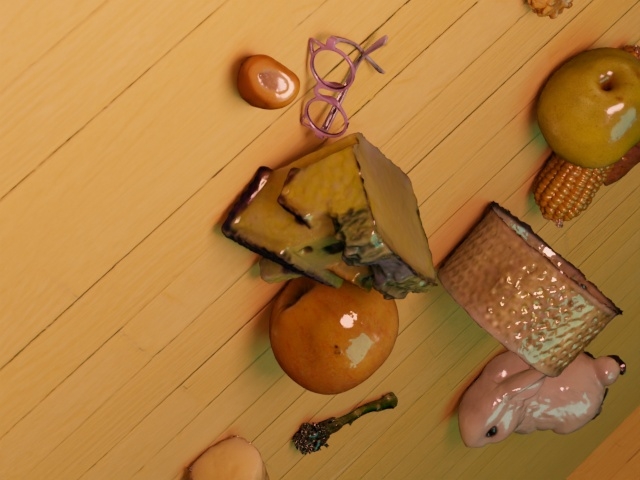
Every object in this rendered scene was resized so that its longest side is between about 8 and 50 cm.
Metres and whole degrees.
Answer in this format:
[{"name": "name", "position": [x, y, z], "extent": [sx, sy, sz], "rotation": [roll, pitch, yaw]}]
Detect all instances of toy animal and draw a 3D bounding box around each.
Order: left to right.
[{"name": "toy animal", "position": [0.445, 0.324, 2.271], "extent": [0.357, 0.194, 0.258], "rotation": [-4, 140, -41]}]

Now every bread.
[{"name": "bread", "position": [-0.060, -0.163, 1.123], "extent": [0.062, 0.103, 0.049], "rotation": [33, 88, -18]}]

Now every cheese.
[{"name": "cheese", "position": [-0.133, 0.381, 1.648], "extent": [0.123, 0.094, 0.167], "rotation": [-37, 150, -20]}]

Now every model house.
[{"name": "model house", "position": [0.000, 0.000, 1.274], "extent": [0.211, 0.170, 0.194], "rotation": [-20, 159, 19]}]

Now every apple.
[{"name": "apple", "position": [0.014, 0.111, 1.437], "extent": [0.182, 0.182, 0.155], "rotation": [-45, 122, -2]}]

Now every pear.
[{"name": "pear", "position": [0.410, -0.184, 1.595], "extent": [0.180, 0.166, 0.216], "rotation": [-53, 158, -13]}]

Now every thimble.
[{"name": "thimble", "position": [0.327, 0.078, 1.713], "extent": [0.150, 0.271, 0.271], "rotation": [-50, 151, 11]}]

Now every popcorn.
[{"name": "popcorn", "position": [0.302, -0.323, 1.384], "extent": [0.082, 0.057, 0.083], "rotation": [-47, 154, 3]}]

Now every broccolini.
[{"name": "broccolini", "position": [0.054, 0.315, 1.859], "extent": [0.254, 0.057, 0.071], "rotation": [-10, 177, -43]}]

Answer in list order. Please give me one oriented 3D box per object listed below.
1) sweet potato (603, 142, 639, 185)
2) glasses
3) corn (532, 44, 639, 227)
[{"name": "sweet potato", "position": [0.585, -0.228, 1.842], "extent": [0.341, 0.092, 0.114], "rotation": [-56, 167, 18]}, {"name": "glasses", "position": [0.030, -0.193, 1.220], "extent": [0.104, 0.062, 0.140], "rotation": [-53, 160, -38]}, {"name": "corn", "position": [0.444, -0.167, 1.725], "extent": [0.102, 0.102, 0.313], "rotation": [-7, 132, -50]}]
